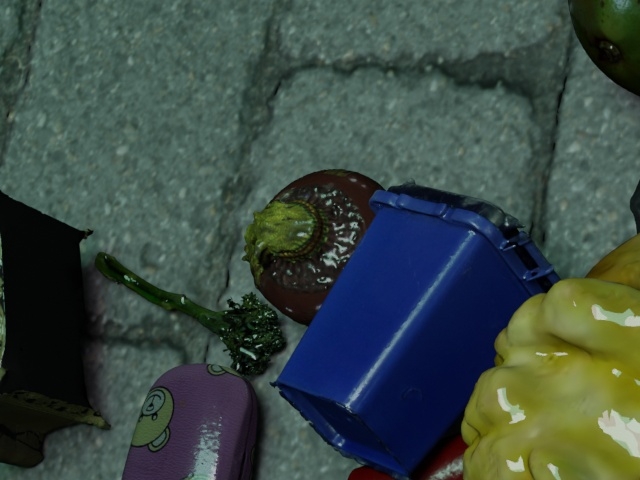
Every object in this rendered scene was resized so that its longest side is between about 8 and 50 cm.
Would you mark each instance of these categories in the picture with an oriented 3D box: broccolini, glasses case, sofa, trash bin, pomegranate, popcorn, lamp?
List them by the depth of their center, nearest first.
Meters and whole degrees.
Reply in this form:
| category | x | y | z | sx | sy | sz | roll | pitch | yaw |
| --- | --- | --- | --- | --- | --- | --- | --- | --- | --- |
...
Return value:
| category | x | y | z | sx | sy | sz | roll | pitch | yaw |
| --- | --- | --- | --- | --- | --- | --- | --- | --- | --- |
| popcorn | 0.292 | 0.140 | 1.402 | 0.382 | 0.349 | 0.349 | 125 | 142 | -53 |
| trash bin | 0.089 | 0.080 | 1.624 | 0.184 | 0.162 | 0.234 | 15 | 62 | 50 |
| pomegranate | 0.335 | -0.233 | 1.679 | 0.225 | 0.187 | 0.187 | -35 | 52 | -21 |
| glasses case | -0.135 | 0.269 | 1.746 | 0.123 | 0.076 | 0.316 | -1 | 68 | 30 |
| lamp | 0.002 | 0.003 | 1.759 | 0.157 | 0.135 | 0.156 | -42 | 55 | 3 |
| sofa | -0.341 | 0.087 | 1.857 | 0.182 | 0.200 | 0.258 | -15 | 70 | 22 |
| broccolini | -0.140 | 0.060 | 1.863 | 0.254 | 0.057 | 0.071 | 25 | 38 | 32 |

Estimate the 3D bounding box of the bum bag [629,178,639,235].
| category | x | y | z | sx | sy | sz | roll | pitch | yaw |
| --- | --- | --- | --- | --- | --- | --- | --- | --- | --- |
| bum bag | 0.394 | -0.024 | 1.606 | 0.248 | 0.060 | 0.123 | 10 | 74 | 30 |

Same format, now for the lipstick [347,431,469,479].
| category | x | y | z | sx | sy | sz | roll | pitch | yaw |
| --- | --- | --- | --- | --- | --- | --- | --- | --- | --- |
| lipstick | 0.141 | 0.199 | 1.629 | 0.241 | 0.080 | 0.080 | -23 | 59 | 17 |
